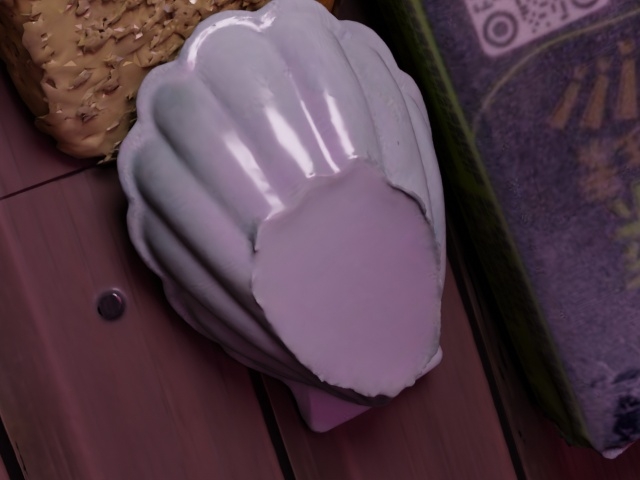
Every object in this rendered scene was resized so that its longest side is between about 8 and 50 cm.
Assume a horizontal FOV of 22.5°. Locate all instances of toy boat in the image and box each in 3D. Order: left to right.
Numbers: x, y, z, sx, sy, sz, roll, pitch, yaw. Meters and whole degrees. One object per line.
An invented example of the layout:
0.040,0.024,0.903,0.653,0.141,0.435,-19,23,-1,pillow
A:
0.000,0.000,0.969,0.199,0.100,0.290,-29,124,-6,toy boat

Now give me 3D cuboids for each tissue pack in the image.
0.217,-0.094,1.049,0.288,0.124,0.394,-27,111,-8,tissue pack

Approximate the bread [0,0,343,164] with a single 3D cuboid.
-0.144,-0.241,0.947,0.248,0.279,0.315,-33,148,-23,bread
